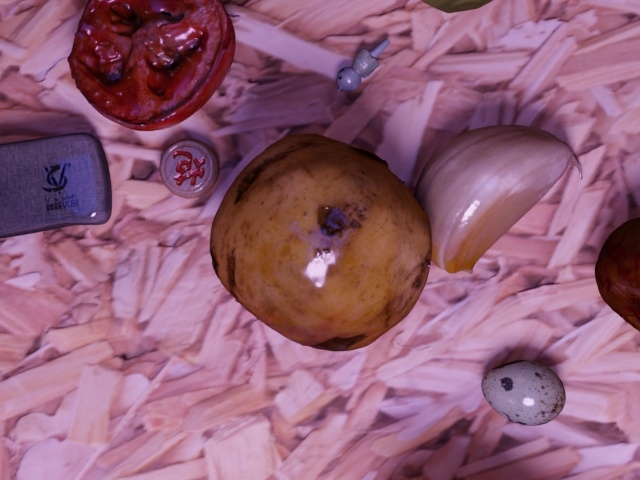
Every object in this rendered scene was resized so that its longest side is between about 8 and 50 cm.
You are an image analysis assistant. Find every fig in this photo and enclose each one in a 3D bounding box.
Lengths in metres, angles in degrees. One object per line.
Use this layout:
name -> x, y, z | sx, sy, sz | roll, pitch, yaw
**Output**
fig -> 0.499, 0.024, 1.154 | 0.290, 0.190, 0.191 | -20, 87, -13

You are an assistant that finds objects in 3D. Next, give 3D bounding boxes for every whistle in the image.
whistle -> 0.058, -0.242, 1.255 | 0.100, 0.035, 0.035 | -45, 86, 0

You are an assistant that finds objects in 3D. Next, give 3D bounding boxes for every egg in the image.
egg -> 0.268, 0.200, 1.200 | 0.110, 0.085, 0.085 | 15, 89, 21

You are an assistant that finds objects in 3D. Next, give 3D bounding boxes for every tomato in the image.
tomato -> -0.224, -0.254, 1.247 | 0.228, 0.101, 0.228 | -1, 80, 6

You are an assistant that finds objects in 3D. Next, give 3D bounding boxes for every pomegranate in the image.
pomegranate -> 0.000, 0.000, 1.140 | 0.281, 0.281, 0.281 | 0, 88, 4

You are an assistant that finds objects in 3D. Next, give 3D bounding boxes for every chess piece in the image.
chess piece -> -0.183, -0.100, 1.266 | 0.083, 0.038, 0.084 | 0, 89, 3

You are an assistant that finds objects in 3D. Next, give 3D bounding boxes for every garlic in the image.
garlic -> 0.226, -0.070, 1.203 | 0.245, 0.145, 0.164 | -38, 118, 1

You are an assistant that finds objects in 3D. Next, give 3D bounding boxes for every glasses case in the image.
glasses case -> -0.455, -0.066, 1.267 | 0.323, 0.074, 0.131 | -8, 89, 4

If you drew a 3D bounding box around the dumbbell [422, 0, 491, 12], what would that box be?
dumbbell -> 0.174, -0.462, 1.216 | 0.108, 0.121, 0.302 | -9, 87, 33
